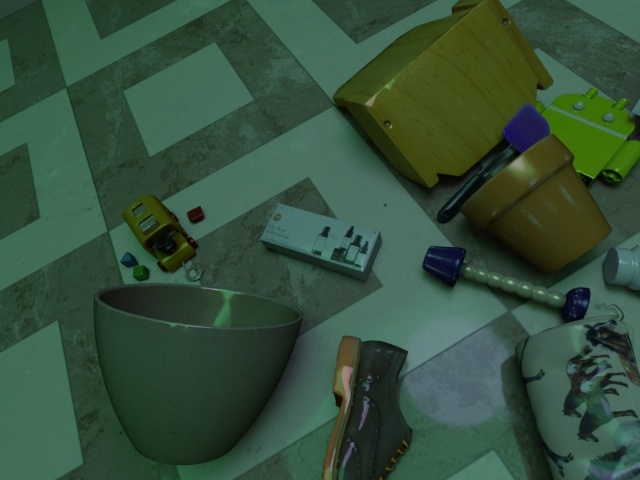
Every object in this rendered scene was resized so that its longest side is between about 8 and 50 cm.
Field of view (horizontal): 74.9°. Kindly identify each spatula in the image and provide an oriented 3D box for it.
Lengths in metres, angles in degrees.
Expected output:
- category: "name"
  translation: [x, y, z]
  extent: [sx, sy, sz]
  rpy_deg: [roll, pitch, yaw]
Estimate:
- category: "spatula"
  translation: [0.349, -0.147, 0.858]
  extent: [0.084, 0.030, 0.296]
  rpy_deg: [43, 98, -2]

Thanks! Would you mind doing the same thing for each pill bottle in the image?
- category: "pill bottle"
  translation: [0.572, 0.050, 0.711]
  extent: [0.137, 0.078, 0.078]
  rpy_deg: [6, 64, 16]

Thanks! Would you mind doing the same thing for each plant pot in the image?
- category: "plant pot"
  translation: [0.396, -0.051, 0.753]
  extent: [0.205, 0.205, 0.188]
  rpy_deg: [-36, 77, -7]

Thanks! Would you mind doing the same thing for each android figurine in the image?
- category: "android figurine"
  translation: [0.533, -0.215, 0.877]
  extent: [0.273, 0.056, 0.248]
  rpy_deg: [-45, 62, -10]

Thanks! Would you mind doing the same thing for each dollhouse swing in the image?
- category: "dollhouse swing"
  translation: [0.247, -0.335, 0.986]
  extent: [0.347, 0.305, 0.315]
  rpy_deg: [-42, 100, -2]

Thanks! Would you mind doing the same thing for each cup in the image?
- category: "cup"
  translation: [-0.208, 0.216, 0.700]
  extent: [0.331, 0.331, 0.236]
  rpy_deg: [8, 91, 17]

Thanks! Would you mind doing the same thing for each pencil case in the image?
- category: "pencil case"
  translation: [0.407, 0.298, 0.567]
  extent: [0.184, 0.160, 0.410]
  rpy_deg: [-21, 57, 24]

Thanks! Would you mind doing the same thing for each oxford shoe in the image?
- category: "oxford shoe"
  translation: [0.077, 0.331, 0.653]
  extent: [0.133, 0.130, 0.363]
  rpy_deg: [4, 63, 8]

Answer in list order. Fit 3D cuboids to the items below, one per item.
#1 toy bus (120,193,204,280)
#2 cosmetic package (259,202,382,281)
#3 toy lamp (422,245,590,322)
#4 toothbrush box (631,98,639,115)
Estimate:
- category: "toy bus"
  translation: [-0.366, -0.014, 0.952]
  extent: [0.202, 0.104, 0.190]
  rpy_deg: [-1, 62, 13]
- category: "cosmetic package"
  translation: [0.000, 0.000, 0.883]
  extent: [0.239, 0.060, 0.098]
  rpy_deg: [16, 66, 21]
- category: "toy lamp"
  translation: [0.325, 0.072, 0.758]
  extent: [0.275, 0.080, 0.080]
  rpy_deg: [17, 67, 21]
- category: "toothbrush box"
  translation: [0.776, -0.276, 0.751]
  extent: [0.283, 0.206, 0.122]
  rpy_deg: [37, 36, 28]
